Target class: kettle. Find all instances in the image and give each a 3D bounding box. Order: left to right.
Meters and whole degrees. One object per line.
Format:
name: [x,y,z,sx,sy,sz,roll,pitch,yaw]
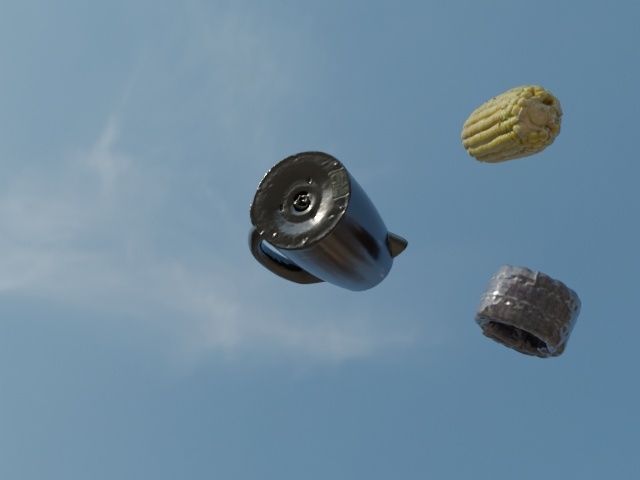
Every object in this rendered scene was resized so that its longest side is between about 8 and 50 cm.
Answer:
kettle: [0.000,0.000,1.401,0.202,0.144,0.232,-21,-32,16]

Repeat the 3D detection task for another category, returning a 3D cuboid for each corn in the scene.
corn: [0.226,-0.136,1.194,0.081,0.248,0.081,0,-89,-4]

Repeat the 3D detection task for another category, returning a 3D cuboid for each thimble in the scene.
thimble: [0.315,0.109,1.517,0.150,0.097,0.150,23,-16,7]
